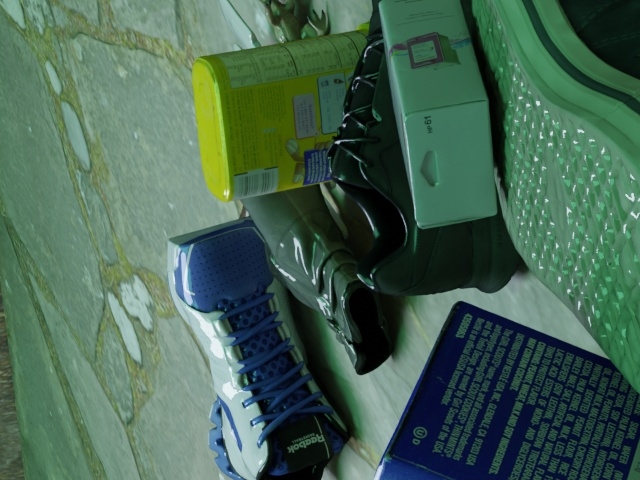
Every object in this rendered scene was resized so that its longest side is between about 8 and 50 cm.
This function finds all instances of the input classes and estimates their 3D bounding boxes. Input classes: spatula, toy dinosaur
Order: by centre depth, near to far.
[{"bbox_3d":[-0.021,-0.180,1.526,0.183,0.053,0.092,62,170,1],"label":"toy dinosaur"},{"bbox_3d":[-0.032,-0.117,1.563,0.242,0.019,0.168,54,163,39],"label":"spatula"}]

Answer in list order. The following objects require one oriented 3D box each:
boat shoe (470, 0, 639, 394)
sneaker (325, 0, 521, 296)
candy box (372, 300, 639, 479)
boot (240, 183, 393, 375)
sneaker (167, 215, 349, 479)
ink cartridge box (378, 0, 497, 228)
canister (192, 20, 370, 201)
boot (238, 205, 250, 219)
[{"bbox_3d":[0.182,-0.063,0.891,0.500,0.156,0.186,-111,11,-68],"label":"boat shoe"},{"bbox_3d":[0.064,-0.093,1.211,0.109,0.130,0.286,174,86,-72],"label":"sneaker"},{"bbox_3d":[0.172,0.203,0.845,0.268,0.317,0.122,104,-168,-48],"label":"candy box"},{"bbox_3d":[0.000,0.000,1.461,0.161,0.083,0.246,48,167,42],"label":"boot"},{"bbox_3d":[-0.047,0.139,1.674,0.182,0.127,0.315,33,138,58],"label":"sneaker"},{"bbox_3d":[0.071,-0.080,0.996,0.122,0.052,0.088,-96,-4,-49],"label":"ink cartridge box"},{"bbox_3d":[-0.012,-0.104,1.345,0.073,0.170,0.126,-147,48,-62],"label":"canister"},{"bbox_3d":[-0.076,-0.077,1.724,0.106,0.037,0.114,-47,60,51],"label":"boot"}]
